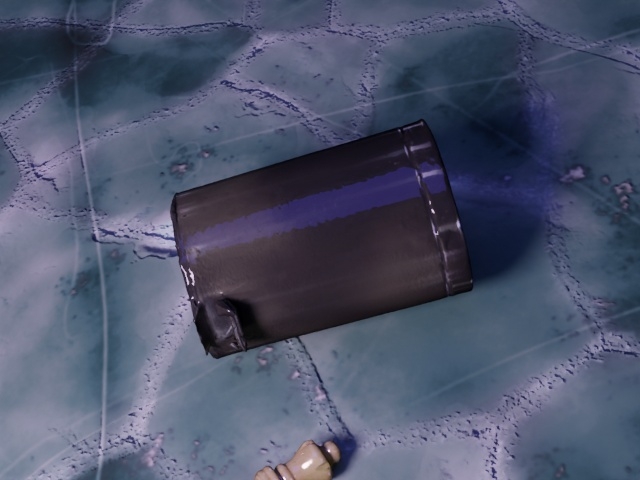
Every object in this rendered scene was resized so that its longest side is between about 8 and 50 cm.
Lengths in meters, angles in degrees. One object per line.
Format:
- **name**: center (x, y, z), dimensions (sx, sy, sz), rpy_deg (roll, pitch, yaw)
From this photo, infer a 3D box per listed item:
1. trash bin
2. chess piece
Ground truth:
- **trash bin**: center (0.000, 0.000, 1.362), dimensions (0.301, 0.203, 0.252), rpy_deg (-16, 32, 1)
- **chess piece**: center (-0.053, 0.262, 1.259), dimensions (0.172, 0.060, 0.060), rpy_deg (-31, 51, -15)
